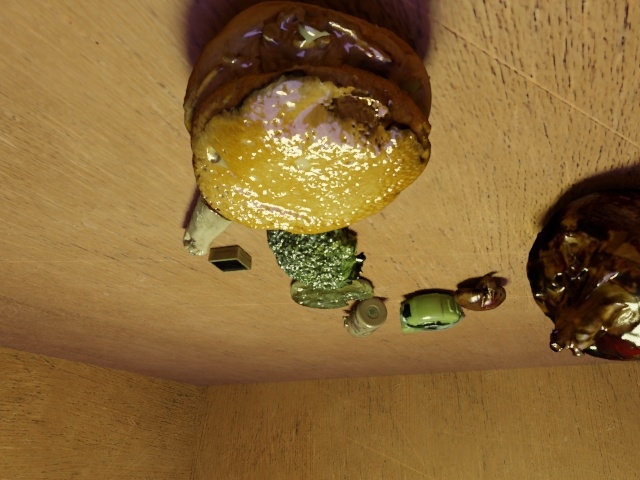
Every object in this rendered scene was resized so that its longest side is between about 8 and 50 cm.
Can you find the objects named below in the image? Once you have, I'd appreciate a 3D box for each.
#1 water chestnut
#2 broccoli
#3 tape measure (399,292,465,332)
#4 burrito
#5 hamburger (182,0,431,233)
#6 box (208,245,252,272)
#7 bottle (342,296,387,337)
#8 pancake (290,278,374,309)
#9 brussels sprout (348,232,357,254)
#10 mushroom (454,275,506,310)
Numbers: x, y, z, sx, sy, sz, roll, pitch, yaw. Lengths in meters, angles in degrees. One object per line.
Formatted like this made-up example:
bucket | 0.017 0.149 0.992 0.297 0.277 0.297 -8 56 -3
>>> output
water chestnut | 0.518 0.081 0.835 0.347 0.335 0.335 -25 161 -18
broccoli | -0.002 0.003 0.871 0.226 0.198 0.176 -11 137 -54
tape measure | 0.329 0.221 1.388 0.200 0.106 0.175 -9 157 17
burrito | -0.226 -0.032 0.929 0.087 0.060 0.226 14 151 -24
hamburger | -0.017 -0.137 0.566 0.290 0.170 0.314 9 153 -22
box | -0.218 0.048 1.128 0.079 0.035 0.083 -7 153 17
bottle | 0.133 0.254 1.482 0.110 0.097 0.209 17 154 -4
pancake | 0.030 0.147 1.329 0.253 0.037 0.253 1 154 0
brussels sprout | 0.059 0.014 1.029 0.051 0.046 0.083 -7 155 6
mushroom | 0.441 0.149 1.263 0.135 0.080 0.170 -9 158 -2
